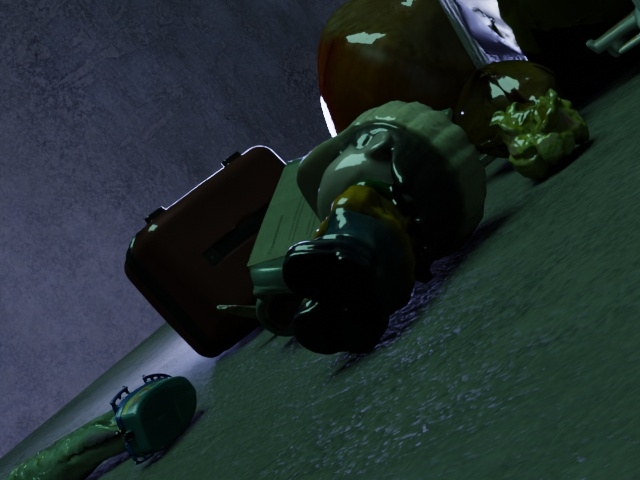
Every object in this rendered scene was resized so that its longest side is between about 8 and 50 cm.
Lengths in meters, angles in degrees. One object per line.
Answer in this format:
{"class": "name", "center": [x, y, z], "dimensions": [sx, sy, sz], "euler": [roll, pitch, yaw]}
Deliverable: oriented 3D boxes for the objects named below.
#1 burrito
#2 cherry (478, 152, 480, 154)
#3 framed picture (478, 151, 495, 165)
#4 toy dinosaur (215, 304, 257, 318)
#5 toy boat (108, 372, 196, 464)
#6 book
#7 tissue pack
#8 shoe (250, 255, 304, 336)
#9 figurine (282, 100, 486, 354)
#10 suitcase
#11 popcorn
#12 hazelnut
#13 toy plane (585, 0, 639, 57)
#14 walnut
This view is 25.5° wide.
{"class": "burrito", "center": [-0.338, 0.298, 1.905], "dimensions": [0.309, 0.066, 0.096], "euler": [-35, 10, 35]}
{"class": "cherry", "center": [0.185, -0.122, 1.947], "dimensions": [0.225, 0.107, 0.090], "euler": [-36, 24, -21]}
{"class": "framed picture", "center": [0.250, -0.137, 2.159], "dimensions": [0.184, 0.016, 0.250], "euler": [-38, 4, -9]}
{"class": "toy dinosaur", "center": [-0.007, 0.006, 1.987], "dimensions": [0.327, 0.113, 0.206], "euler": [-45, 7, -6]}
{"class": "toy boat", "center": [-0.213, 0.206, 1.700], "dimensions": [0.110, 0.091, 0.175], "euler": [-16, 9, 26]}
{"class": "book", "center": [0.039, -0.066, 1.893], "dimensions": [0.282, 0.025, 0.215], "euler": [-16, 39, 36]}
{"class": "tissue pack", "center": [0.285, -0.407, 1.944], "dimensions": [0.264, 0.416, 0.253], "euler": [-36, 22, -11]}
{"class": "shoe", "center": [-0.027, 0.071, 1.752], "dimensions": [0.103, 0.100, 0.251], "euler": [6, -1, 13]}
{"class": "figurine", "center": [0.073, -0.015, 1.437], "dimensions": [0.204, 0.185, 0.332], "euler": [-5, 28, 4]}
{"class": "suitcase", "center": [-0.132, 0.015, 2.190], "dimensions": [0.297, 0.236, 0.161], "euler": [-40, -6, -35]}
{"class": "popcorn", "center": [0.245, -0.119, 1.571], "dimensions": [0.097, 0.089, 0.109], "euler": [-26, 0, -7]}
{"class": "hazelnut", "center": [0.144, -0.255, 2.327], "dimensions": [0.315, 0.372, 0.372], "euler": [10, 19, 13]}
{"class": "toy plane", "center": [0.436, -0.302, 1.753], "dimensions": [0.244, 0.117, 0.245], "euler": [-38, 4, 3]}
{"class": "walnut", "center": [0.245, -0.171, 1.825], "dimensions": [0.137, 0.137, 0.245], "euler": [-37, 5, -7]}
